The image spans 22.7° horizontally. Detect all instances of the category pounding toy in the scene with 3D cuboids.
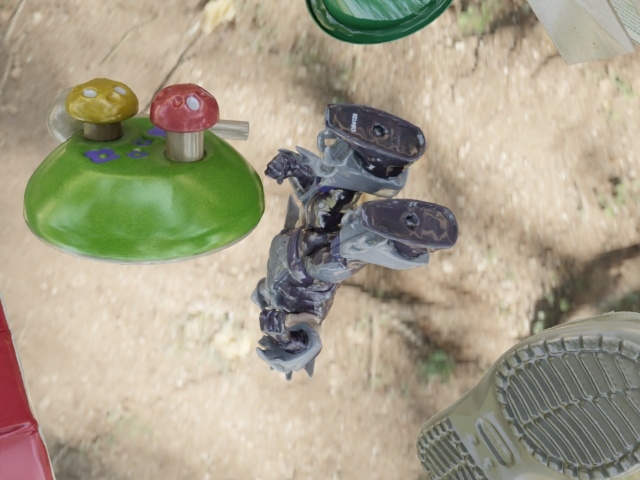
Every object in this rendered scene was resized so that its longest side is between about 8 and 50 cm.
[{"bbox_3d":[-0.133,-0.083,1.209,0.182,0.237,0.110,0,117,-5],"label":"pounding toy"}]

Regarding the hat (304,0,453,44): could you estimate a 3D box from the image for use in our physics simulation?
[{"bbox_3d":[0.027,-0.314,1.614,0.208,0.173,0.183,-14,152,15],"label":"hat"}]

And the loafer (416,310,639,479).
[{"bbox_3d":[0.154,0.100,0.997,0.102,0.092,0.268,58,147,2],"label":"loafer"}]

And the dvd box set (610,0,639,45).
[{"bbox_3d":[0.358,-0.381,1.540,0.062,0.307,0.420,-21,135,-30],"label":"dvd box set"}]

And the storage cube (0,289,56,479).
[{"bbox_3d":[-0.253,0.144,0.920,0.193,0.184,0.215,-15,127,-12],"label":"storage cube"}]

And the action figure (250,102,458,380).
[{"bbox_3d":[0.000,0.000,1.232,0.099,0.185,0.285,3,158,-22],"label":"action figure"}]

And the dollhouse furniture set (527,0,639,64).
[{"bbox_3d":[0.239,-0.240,1.204,0.144,0.151,0.123,-8,138,33],"label":"dollhouse furniture set"}]
